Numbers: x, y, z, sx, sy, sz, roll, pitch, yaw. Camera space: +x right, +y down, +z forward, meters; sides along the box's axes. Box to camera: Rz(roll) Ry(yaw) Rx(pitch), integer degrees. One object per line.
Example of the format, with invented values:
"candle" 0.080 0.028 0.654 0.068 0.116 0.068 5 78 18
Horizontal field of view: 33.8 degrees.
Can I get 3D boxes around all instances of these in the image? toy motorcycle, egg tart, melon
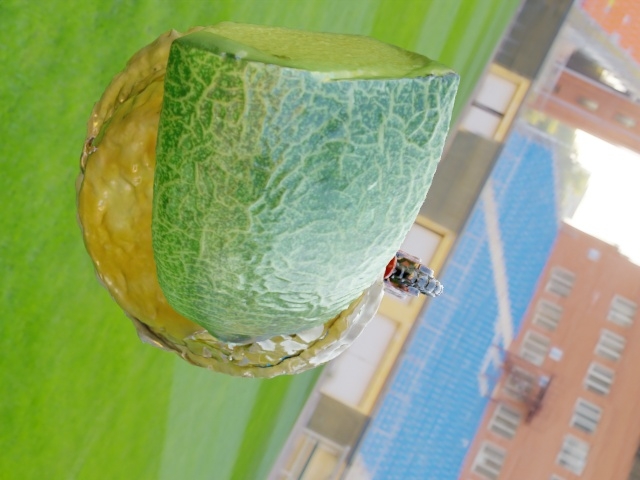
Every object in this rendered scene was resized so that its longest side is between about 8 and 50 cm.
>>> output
"toy motorcycle" 0.001 0.002 1.202 0.171 0.298 0.089 19 89 -45
"egg tart" -0.110 -0.032 1.061 0.169 0.388 0.387 -23 141 -61
"melon" -0.036 -0.015 0.795 0.124 0.196 0.323 -96 -162 -48
